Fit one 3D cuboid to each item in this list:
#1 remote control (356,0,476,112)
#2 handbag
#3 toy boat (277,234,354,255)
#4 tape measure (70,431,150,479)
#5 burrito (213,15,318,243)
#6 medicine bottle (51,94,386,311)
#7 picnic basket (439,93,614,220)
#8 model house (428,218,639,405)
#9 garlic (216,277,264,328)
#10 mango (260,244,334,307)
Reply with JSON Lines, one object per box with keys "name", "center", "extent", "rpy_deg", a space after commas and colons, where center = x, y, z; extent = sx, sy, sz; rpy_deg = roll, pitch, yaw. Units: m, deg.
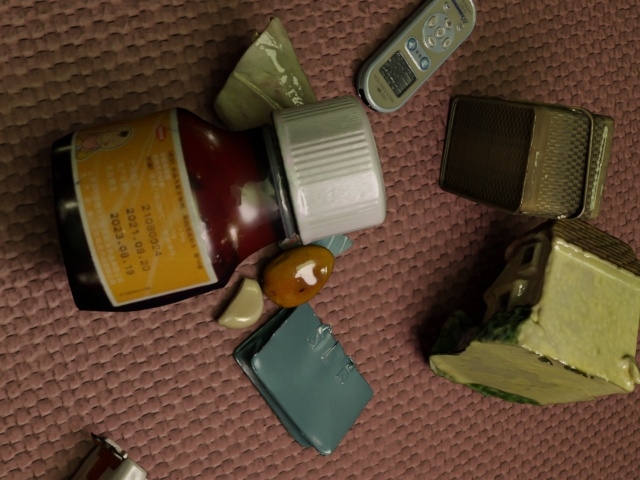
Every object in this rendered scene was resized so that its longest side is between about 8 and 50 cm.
{"name": "remote control", "center": [0.145, -0.291, 1.499], "extent": [0.244, 0.047, 0.087], "rpy_deg": [-47, 121, -15]}
{"name": "handbag", "center": [-0.017, 0.206, 1.491], "extent": [0.144, 0.057, 0.221], "rpy_deg": [-44, 117, -21]}
{"name": "toy boat", "center": [0.001, 0.000, 1.475], "extent": [0.122, 0.034, 0.096], "rpy_deg": [30, 89, -32]}
{"name": "tape measure", "center": [-0.287, 0.437, 1.334], "extent": [0.265, 0.130, 0.258], "rpy_deg": [47, 73, -28]}
{"name": "burrito", "center": [-0.045, -0.149, 1.354], "extent": [0.299, 0.143, 0.105], "rpy_deg": [61, 40, -18]}
{"name": "medicine bottle", "center": [-0.123, -0.055, 1.221], "extent": [0.394, 0.242, 0.243], "rpy_deg": [-13, 106, -6]}
{"name": "picnic basket", "center": [0.305, -0.130, 1.497], "extent": [0.139, 0.266, 0.165], "rpy_deg": [4, 100, -23]}
{"name": "model house", "center": [0.335, 0.100, 1.551], "extent": [0.261, 0.321, 0.266], "rpy_deg": [23, 70, -14]}
{"name": "garlic", "center": [-0.110, 0.095, 1.427], "extent": [0.053, 0.041, 0.083], "rpy_deg": [32, 74, -17]}
{"name": "mango", "center": [-0.032, 0.048, 1.436], "extent": [0.114, 0.060, 0.080], "rpy_deg": [-23, 117, 3]}
